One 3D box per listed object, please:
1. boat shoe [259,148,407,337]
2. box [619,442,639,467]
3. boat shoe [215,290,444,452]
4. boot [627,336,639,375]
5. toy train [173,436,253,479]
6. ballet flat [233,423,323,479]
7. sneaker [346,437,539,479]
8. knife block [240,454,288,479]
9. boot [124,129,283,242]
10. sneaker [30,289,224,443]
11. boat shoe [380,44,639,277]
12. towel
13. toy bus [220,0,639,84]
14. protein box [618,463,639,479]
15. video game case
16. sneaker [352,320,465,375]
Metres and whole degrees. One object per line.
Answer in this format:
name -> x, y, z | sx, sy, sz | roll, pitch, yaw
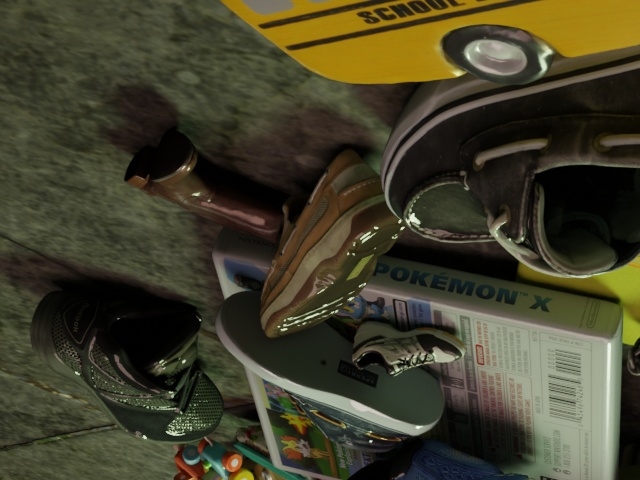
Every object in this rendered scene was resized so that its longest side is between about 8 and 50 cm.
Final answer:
boat shoe -> 0.000, 0.000, 1.249 | 0.068, 0.072, 0.190 | -18, 161, -34
box -> 0.293, 0.244, 1.699 | 0.136, 0.036, 0.225 | 19, 155, -12
boat shoe -> -0.005, 0.105, 1.359 | 0.183, 0.065, 0.083 | 27, 147, -11
boot -> 0.281, 0.061, 1.200 | 0.263, 0.091, 0.229 | 22, 156, -26
toy train -> -0.118, 0.234, 1.840 | 0.125, 0.046, 0.166 | 42, 160, 18
ballet flat -> 0.030, 0.226, 1.737 | 0.241, 0.077, 0.091 | 31, 168, 21
sneaker -> 0.077, 0.245, 1.499 | 0.147, 0.130, 0.330 | 33, 147, 8
knife block -> 0.080, 0.288, 1.897 | 0.276, 0.242, 0.088 | 61, 152, 5
boot -> -0.065, -0.032, 1.249 | 0.114, 0.037, 0.106 | 26, 168, -21
sneaker -> -0.134, 0.117, 1.579 | 0.130, 0.087, 0.227 | 4, 151, 38
boat shoe -> 0.134, -0.040, 1.008 | 0.121, 0.119, 0.335 | 24, 155, -24
towel -> 0.185, 0.014, 1.243 | 0.102, 0.021, 0.237 | 16, 159, 8
toy bus -> 0.113, -0.152, 0.773 | 0.332, 0.108, 0.130 | -7, 148, 42
protein box -> 0.323, 0.300, 1.525 | 0.199, 0.201, 0.136 | -9, 138, 21
video game case -> 0.084, 0.120, 1.429 | 0.300, 0.036, 0.329 | 12, 148, 16
sneaker -> 0.062, 0.082, 1.313 | 0.083, 0.037, 0.032 | 4, 143, 25
